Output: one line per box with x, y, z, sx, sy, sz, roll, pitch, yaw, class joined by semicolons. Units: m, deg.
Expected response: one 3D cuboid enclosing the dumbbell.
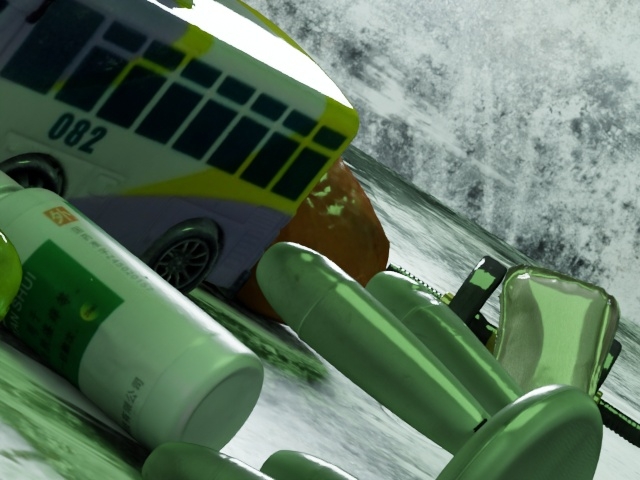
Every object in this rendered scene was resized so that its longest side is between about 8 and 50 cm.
0.205;0.120;1.902;0.325;0.143;0.143;34;8;6;dumbbell

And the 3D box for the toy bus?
-0.186;-0.131;1.439;0.209;0.249;0.440;48;15;34;toy bus

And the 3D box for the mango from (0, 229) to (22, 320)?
-0.261;-0.005;1.131;0.165;0.074;0.091;32;10;-3;mango

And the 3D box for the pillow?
0.222;0.128;1.795;0.131;0.232;0.038;19;-32;-5;pillow

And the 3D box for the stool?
0.039;0.130;1.096;0.199;0.195;0.195;33;8;30;stool

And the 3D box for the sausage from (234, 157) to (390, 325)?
-0.044;-0.036;1.711;0.141;0.153;0.268;-27;81;-42;sausage

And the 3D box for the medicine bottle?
-0.156;0.040;1.195;0.260;0.095;0.095;38;10;26;medicine bottle
